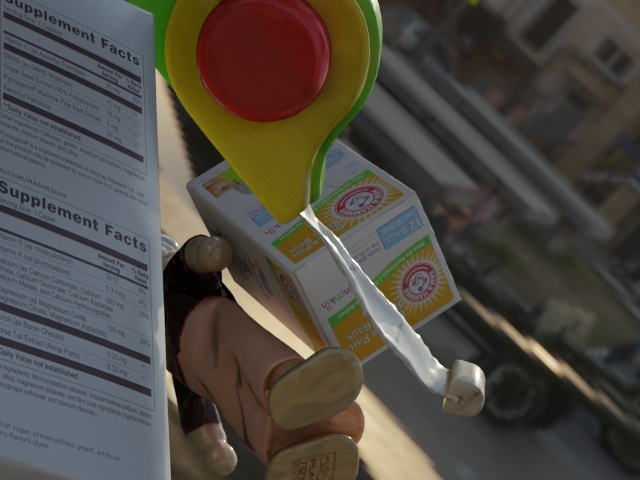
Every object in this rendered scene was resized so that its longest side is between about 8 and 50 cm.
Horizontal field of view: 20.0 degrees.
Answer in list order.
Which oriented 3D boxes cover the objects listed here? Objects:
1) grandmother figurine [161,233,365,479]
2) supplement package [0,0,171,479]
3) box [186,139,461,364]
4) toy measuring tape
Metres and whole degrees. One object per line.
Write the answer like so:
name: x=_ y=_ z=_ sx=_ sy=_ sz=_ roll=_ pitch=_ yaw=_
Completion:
grandmother figurine: x=-0.080 y=0.086 z=1.427 sx=0.104 sy=0.208 sz=0.342 roll=0 pitch=21 yaw=-29
supplement package: x=-0.206 y=0.011 z=0.817 sx=0.198 sy=0.199 sz=0.262 roll=23 pitch=49 yaw=-39
box: x=0.000 y=0.000 z=1.387 sx=0.203 sy=0.114 sz=0.103 roll=39 pitch=-22 yaw=57
toy measuring tape: x=0.016 y=-0.058 z=0.969 sx=0.330 sy=0.121 sz=0.121 roll=51 pitch=10 yaw=-10
